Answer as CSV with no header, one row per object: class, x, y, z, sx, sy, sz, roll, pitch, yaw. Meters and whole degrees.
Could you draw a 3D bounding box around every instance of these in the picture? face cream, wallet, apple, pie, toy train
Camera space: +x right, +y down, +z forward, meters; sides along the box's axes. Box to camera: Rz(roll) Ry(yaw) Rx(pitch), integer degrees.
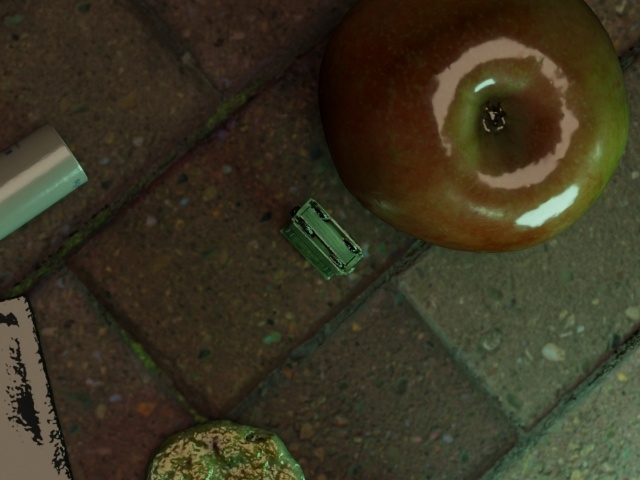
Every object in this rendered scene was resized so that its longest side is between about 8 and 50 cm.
face cream,-0.362,-0.022,1.454,0.250,0.077,0.077,-36,95,-10
wallet,-0.338,0.186,1.482,0.124,0.025,0.244,-13,93,-10
apple,0.159,-0.140,1.452,0.319,0.277,0.319,0,91,-10
pie,-0.103,0.281,1.516,0.187,0.041,0.187,0,89,-10
toy train,0.000,0.000,1.532,0.093,0.056,0.038,46,65,-7
